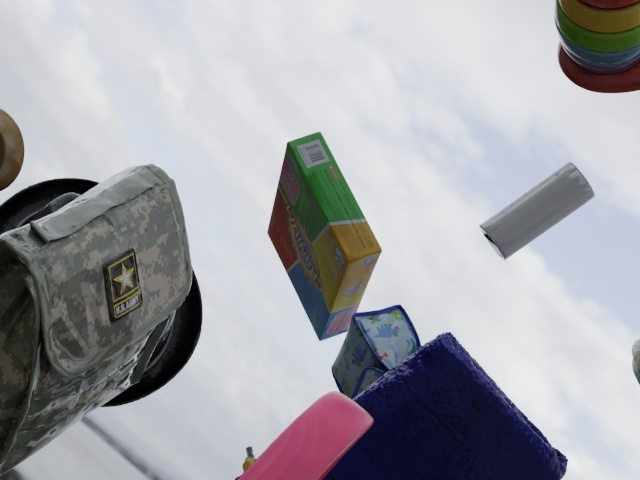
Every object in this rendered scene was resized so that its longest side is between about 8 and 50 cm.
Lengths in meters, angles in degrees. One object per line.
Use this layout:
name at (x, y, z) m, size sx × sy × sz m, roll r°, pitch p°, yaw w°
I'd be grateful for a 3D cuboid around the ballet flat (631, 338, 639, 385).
ballet flat at (0.412, 0.167, 1.364) m, size 0.123 × 0.123 × 0.348 m, roll 45°, pitch 18°, yaw -18°

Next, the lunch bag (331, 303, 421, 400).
lunch bag at (0.085, 0.184, 1.750) m, size 0.151 × 0.096 × 0.129 m, roll 61°, pitch -31°, yaw 32°

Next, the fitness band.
fitness band at (-0.062, 0.236, 1.020) m, size 0.054 × 0.291 × 0.209 m, roll 36°, pitch -29°, yaw 14°

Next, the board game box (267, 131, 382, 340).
board game box at (0.000, 0.000, 2.272) m, size 0.242 × 0.064 × 0.316 m, roll 63°, pitch -20°, yaw 23°

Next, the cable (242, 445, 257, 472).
cable at (-0.064, 0.437, 2.069) m, size 0.139 × 0.287 × 0.072 m, roll 8°, pitch -44°, yaw -1°

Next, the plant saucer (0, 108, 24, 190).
plant saucer at (-0.311, -0.083, 1.211) m, size 0.083 × 0.083 × 0.015 m, roll 38°, pitch 16°, yaw 9°

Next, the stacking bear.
stacking bear at (0.405, -0.348, 1.837) m, size 0.175 × 0.164 × 0.289 m, roll 60°, pitch -6°, yaw 31°

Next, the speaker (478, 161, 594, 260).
speaker at (0.259, -0.035, 1.599) m, size 0.055 × 0.136 × 0.055 m, roll 55°, pitch 0°, yaw 1°

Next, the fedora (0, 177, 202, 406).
fedora at (-0.294, 0.049, 1.768) m, size 0.334 × 0.334 × 0.152 m, roll 42°, pitch -30°, yaw -5°

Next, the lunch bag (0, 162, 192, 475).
lunch bag at (-0.264, 0.068, 1.371) m, size 0.169 × 0.235 × 0.287 m, roll 39°, pitch -53°, yaw 12°

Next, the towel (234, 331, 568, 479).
towel at (0.087, 0.254, 1.457) m, size 0.227 × 0.308 × 0.076 m, roll 48°, pitch 17°, yaw -18°
